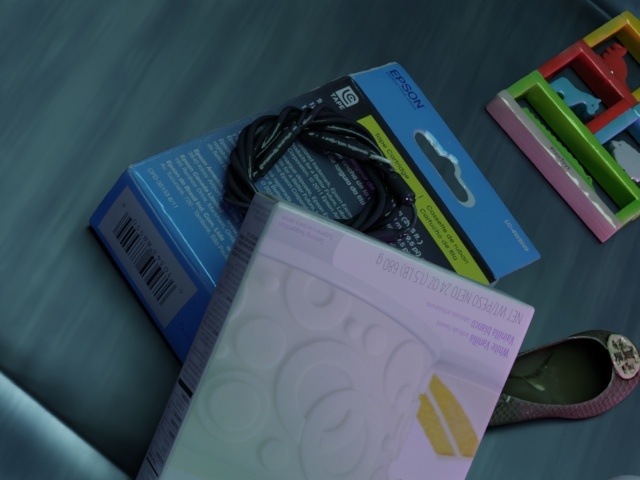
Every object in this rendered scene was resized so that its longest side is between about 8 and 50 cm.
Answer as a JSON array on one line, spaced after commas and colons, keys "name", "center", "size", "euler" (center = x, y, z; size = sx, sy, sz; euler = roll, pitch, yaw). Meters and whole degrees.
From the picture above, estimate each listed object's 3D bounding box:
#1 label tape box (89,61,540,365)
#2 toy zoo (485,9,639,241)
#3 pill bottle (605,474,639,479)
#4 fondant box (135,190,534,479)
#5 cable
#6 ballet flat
[{"name": "label tape box", "center": [0.000, 0.000, 1.780], "size": [0.348, 0.115, 0.249], "euler": [-25, 75, -40]}, {"name": "toy zoo", "center": [0.333, -0.137, 2.097], "size": [0.293, 0.030, 0.192], "euler": [-34, 80, -39]}, {"name": "pill bottle", "center": [0.204, 0.312, 1.670], "size": [0.264, 0.146, 0.146], "euler": [-21, 72, -36]}, {"name": "fondant box", "center": [-0.001, 0.157, 1.575], "size": [0.238, 0.096, 0.330], "euler": [22, 92, -15]}, {"name": "cable", "center": [-0.006, -0.057, 1.708], "size": [0.184, 0.047, 0.150], "euler": [-9, 65, -33]}, {"name": "ballet flat", "center": [0.219, 0.130, 1.848], "size": [0.250, 0.058, 0.084], "euler": [-8, 66, -32]}]
